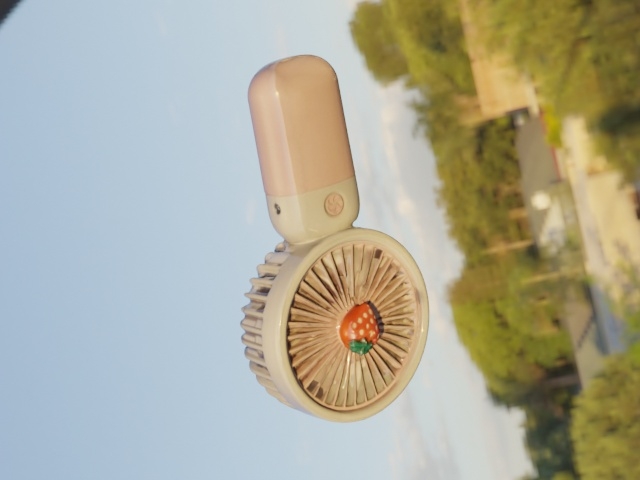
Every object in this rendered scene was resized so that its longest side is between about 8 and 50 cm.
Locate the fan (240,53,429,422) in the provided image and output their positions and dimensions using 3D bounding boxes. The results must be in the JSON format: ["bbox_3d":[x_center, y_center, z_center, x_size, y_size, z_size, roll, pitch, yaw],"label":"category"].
[{"bbox_3d":[0.000,0.000,0.873,0.074,0.130,0.244,9,115,53],"label":"fan"}]
